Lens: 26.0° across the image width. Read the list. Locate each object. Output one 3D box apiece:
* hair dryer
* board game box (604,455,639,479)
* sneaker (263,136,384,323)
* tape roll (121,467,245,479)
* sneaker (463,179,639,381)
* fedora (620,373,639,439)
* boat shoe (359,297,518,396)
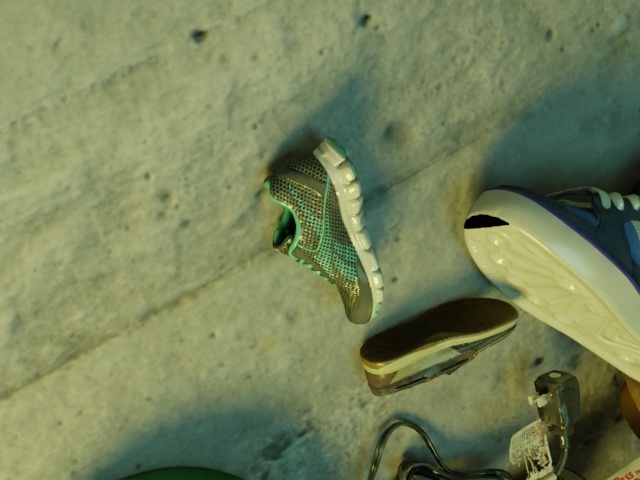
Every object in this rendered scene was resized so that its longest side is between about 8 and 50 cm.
[{"bbox_3d":[0.156,0.264,1.326,0.224,0.080,0.293,-18,115,-10],"label":"hair dryer"},{"bbox_3d":[0.347,0.268,1.312,0.147,0.045,0.193,-39,127,19],"label":"board game box"},{"bbox_3d":[0.000,0.000,1.095,0.076,0.065,0.166,-21,119,-8],"label":"sneaker"},{"bbox_3d":[-0.134,0.345,1.131,0.321,0.077,0.321,-15,119,-30],"label":"tape roll"},{"bbox_3d":[0.285,-0.027,1.258,0.323,0.130,0.236,36,69,-27],"label":"sneaker"},{"bbox_3d":[0.361,0.158,1.382,0.194,0.194,0.079,-1,148,-36],"label":"fedora"},{"bbox_3d":[0.104,0.093,1.209,0.152,0.056,0.049,-16,124,-19],"label":"boat shoe"}]
